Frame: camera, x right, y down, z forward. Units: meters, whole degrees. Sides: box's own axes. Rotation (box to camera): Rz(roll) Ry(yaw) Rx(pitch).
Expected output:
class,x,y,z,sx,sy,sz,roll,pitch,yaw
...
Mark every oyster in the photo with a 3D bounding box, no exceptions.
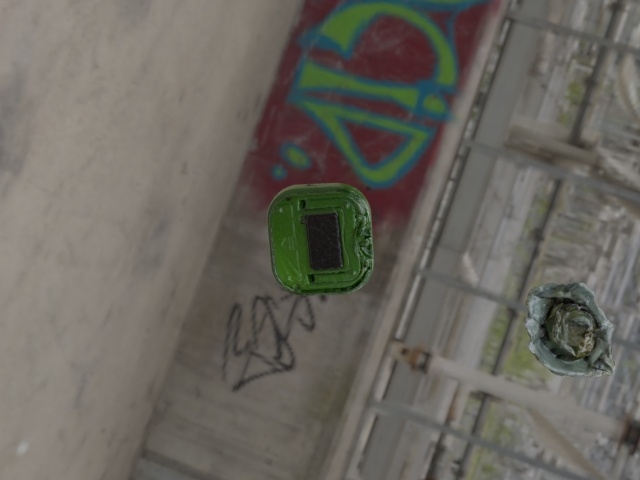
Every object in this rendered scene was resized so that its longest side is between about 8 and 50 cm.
class,x,y,z,sx,sy,sz,roll,pitch,yaw
oyster,0.238,0.081,1.069,0.037,0.098,0.100,-103,-166,-68

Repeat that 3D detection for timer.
class,x,y,z,sx,sy,sz,roll,pitch,yaw
timer,0.000,0.000,1.373,0.047,0.128,0.140,-69,155,-72
